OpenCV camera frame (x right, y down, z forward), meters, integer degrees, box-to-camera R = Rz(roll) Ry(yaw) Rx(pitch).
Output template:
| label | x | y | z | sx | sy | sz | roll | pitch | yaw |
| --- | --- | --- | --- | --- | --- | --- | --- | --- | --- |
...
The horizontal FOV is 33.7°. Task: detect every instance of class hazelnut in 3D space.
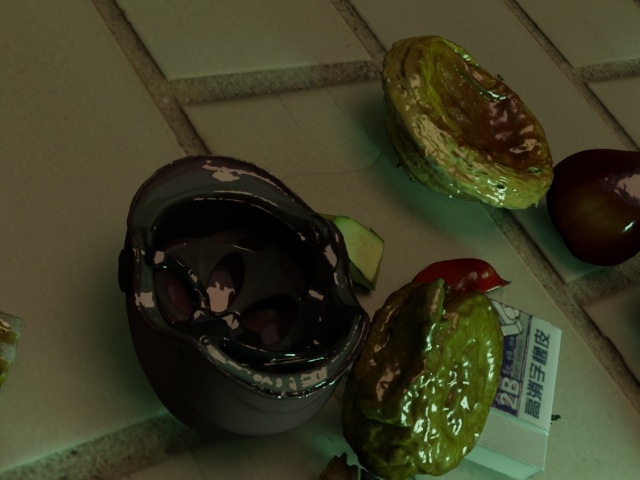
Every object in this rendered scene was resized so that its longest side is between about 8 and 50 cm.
| label | x | y | z | sx | sy | sz | roll | pitch | yaw |
| --- | --- | --- | --- | --- | --- | --- | --- | --- | --- |
| hazelnut | 0.483 | -0.066 | 1.746 | 0.208 | 0.208 | 0.208 | 19 | 43 | -19 |

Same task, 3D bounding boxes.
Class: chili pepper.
| label | x | y | z | sx | sy | sz | roll | pitch | yaw |
| --- | --- | --- | --- | --- | --- | --- | --- | --- | --- |
| chili pepper | 0.177 | 0.104 | 1.475 | 0.137 | 0.092 | 0.368 | 50 | 43 | -8 |

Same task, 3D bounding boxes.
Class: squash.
| label | x | y | z | sx | sy | sz | roll | pitch | yaw |
| --- | --- | --- | --- | --- | --- | --- | --- | --- | --- |
| squash | 0.002 | 0.000 | 1.458 | 0.200 | 0.075 | 0.090 | 20 | 69 | -16 |

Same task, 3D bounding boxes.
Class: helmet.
| label | x | y | z | sx | sy | sz | roll | pitch | yaw |
| --- | --- | --- | --- | --- | --- | --- | --- | --- | --- |
| helmet | -0.101 | 0.083 | 1.216 | 0.271 | 0.197 | 0.338 | -8 | 49 | -30 |

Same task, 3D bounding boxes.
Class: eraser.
| label | x | y | z | sx | sy | sz | roll | pitch | yaw |
| --- | --- | --- | --- | --- | --- | --- | --- | --- | --- |
| eraser | 0.244 | 0.195 | 1.392 | 0.124 | 0.068 | 0.210 | 24 | 56 | -12 |

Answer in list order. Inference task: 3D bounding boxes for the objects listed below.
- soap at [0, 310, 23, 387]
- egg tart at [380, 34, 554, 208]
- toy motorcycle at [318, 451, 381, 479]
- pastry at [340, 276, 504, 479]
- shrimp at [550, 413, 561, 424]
| label | x | y | z | sx | sy | sz | roll | pitch | yaw |
| --- | --- | --- | --- | --- | --- | --- | --- | --- | --- |
| soap | -0.430 | 0.108 | 1.058 | 0.232 | 0.073 | 0.140 | 21 | 44 | -17 |
| egg tart | 0.221 | -0.175 | 1.720 | 0.352 | 0.150 | 0.352 | 23 | 43 | -23 |
| toy motorcycle | -0.001 | 0.303 | 1.158 | 0.130 | 0.094 | 0.229 | 36 | 30 | 7 |
| pastry | 0.110 | 0.163 | 1.238 | 0.132 | 0.240 | 0.235 | 12 | -5 | 33 |
| shrimp | 0.260 | 0.266 | 1.422 | 0.161 | 0.034 | 0.091 | -5 | 65 | -29 |
